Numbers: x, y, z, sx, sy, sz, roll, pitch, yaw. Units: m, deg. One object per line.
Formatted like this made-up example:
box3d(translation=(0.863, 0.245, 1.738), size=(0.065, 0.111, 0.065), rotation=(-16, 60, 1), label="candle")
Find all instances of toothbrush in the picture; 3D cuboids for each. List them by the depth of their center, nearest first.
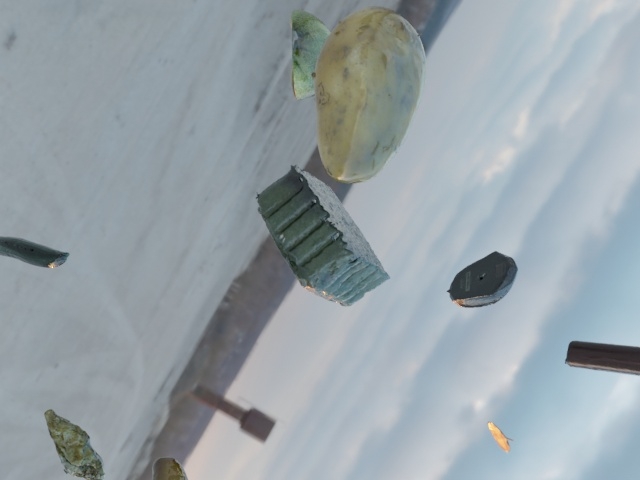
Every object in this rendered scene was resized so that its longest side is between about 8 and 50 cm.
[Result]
box3d(translation=(0.478, 0.159, 1.077), size=(0.364, 0.041, 0.041), rotation=(2, -129, 41), label="toothbrush")

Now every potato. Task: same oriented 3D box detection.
box3d(translation=(0.057, -0.182, 1.105), size=(0.128, 0.161, 0.234), rotation=(-5, -99, 44), label="potato")

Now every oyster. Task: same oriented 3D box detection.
box3d(translation=(-0.239, 0.205, 0.860), size=(0.034, 0.093, 0.051), rotation=(-32, -138, -6), label="oyster")

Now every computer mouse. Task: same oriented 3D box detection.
box3d(translation=(0.324, 0.083, 1.715), size=(0.172, 0.057, 0.099), rotation=(-24, -133, 45), label="computer mouse")

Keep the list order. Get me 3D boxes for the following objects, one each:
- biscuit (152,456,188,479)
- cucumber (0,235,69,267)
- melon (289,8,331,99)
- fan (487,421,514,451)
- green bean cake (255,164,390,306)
box3d(translation=(-0.153, 0.345, 0.876), size=(0.164, 0.047, 0.208), rotation=(-98, -171, -63), label="biscuit")
box3d(translation=(-0.420, 0.013, 1.228), size=(0.036, 0.184, 0.033), rotation=(30, 75, -51), label="cucumber")
box3d(translation=(-0.014, -0.334, 1.535), size=(0.128, 0.079, 0.160), rotation=(11, 80, -81), label="melon")
box3d(translation=(0.309, 0.334, 1.505), size=(0.003, 0.060, 0.080), rotation=(-31, 154, -15), label="fan")
box3d(translation=(0.000, 0.000, 1.230), size=(0.094, 0.173, 0.181), rotation=(-37, 159, 9), label="green bean cake")
